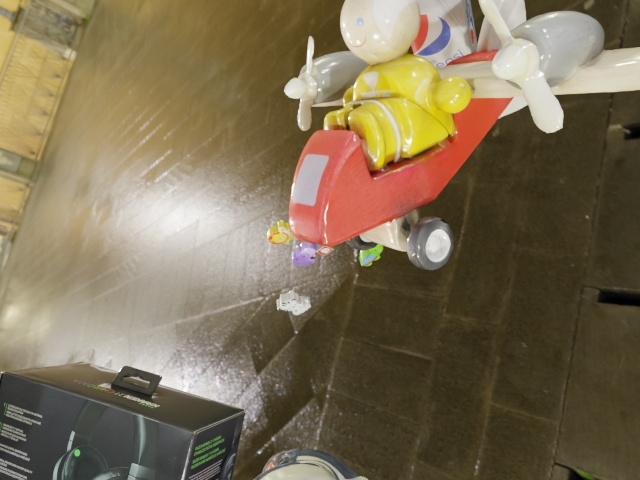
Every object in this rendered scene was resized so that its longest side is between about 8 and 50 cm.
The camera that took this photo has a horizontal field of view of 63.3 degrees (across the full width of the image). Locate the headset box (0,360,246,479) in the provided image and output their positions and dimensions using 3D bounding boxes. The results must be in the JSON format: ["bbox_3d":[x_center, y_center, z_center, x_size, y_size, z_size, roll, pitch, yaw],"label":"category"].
[{"bbox_3d":[-0.241,0.286,0.576,0.247,0.131,0.282,9,85,17],"label":"headset box"}]

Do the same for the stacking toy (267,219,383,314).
[{"bbox_3d":[0.000,0.000,0.845,0.221,0.052,0.166,-37,46,30],"label":"stacking toy"}]

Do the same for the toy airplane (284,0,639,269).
[{"bbox_3d":[0.131,-0.187,0.608,0.386,0.272,0.384,-24,33,21],"label":"toy airplane"}]

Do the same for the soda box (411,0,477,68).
[{"bbox_3d":[0.183,-0.359,0.810,0.091,0.286,0.098,-3,62,23],"label":"soda box"}]

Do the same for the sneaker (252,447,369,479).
[{"bbox_3d":[-0.042,0.349,0.713,0.148,0.350,0.131,20,73,31],"label":"sneaker"}]
